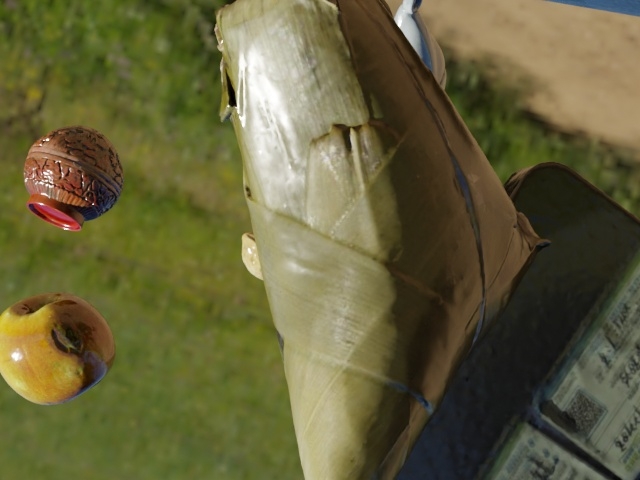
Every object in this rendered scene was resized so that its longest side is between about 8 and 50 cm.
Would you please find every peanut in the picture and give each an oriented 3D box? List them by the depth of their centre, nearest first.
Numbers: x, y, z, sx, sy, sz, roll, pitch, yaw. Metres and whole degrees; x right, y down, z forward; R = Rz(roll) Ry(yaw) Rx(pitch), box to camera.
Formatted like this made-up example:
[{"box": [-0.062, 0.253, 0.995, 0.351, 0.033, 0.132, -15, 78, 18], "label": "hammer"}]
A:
[{"box": [-0.032, 0.023, 1.697, 0.054, 0.054, 0.113, 3, 156, 39], "label": "peanut"}]

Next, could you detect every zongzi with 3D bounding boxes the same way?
[{"box": [0.000, 0.000, 1.158, 0.145, 0.300, 0.274, -17, 116, 35], "label": "zongzi"}]

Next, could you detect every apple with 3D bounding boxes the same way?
[{"box": [-0.253, 0.100, 1.802, 0.114, 0.099, 0.102, -8, 118, 45], "label": "apple"}]

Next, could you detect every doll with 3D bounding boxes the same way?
[{"box": [0.065, -0.126, 1.684, 0.075, 0.102, 0.227, 28, 133, 19], "label": "doll"}]

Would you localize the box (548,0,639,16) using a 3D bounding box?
[{"box": [0.256, -0.254, 1.491, 0.243, 0.155, 0.067, 14, 174, 20], "label": "box"}]

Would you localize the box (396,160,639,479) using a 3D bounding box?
[{"box": [0.144, 0.133, 1.395, 0.211, 0.350, 0.058, 37, 169, -7], "label": "box"}]

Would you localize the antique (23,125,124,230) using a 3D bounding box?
[{"box": [-0.240, -0.065, 1.868, 0.104, 0.104, 0.104, 15, 164, 4], "label": "antique"}]
